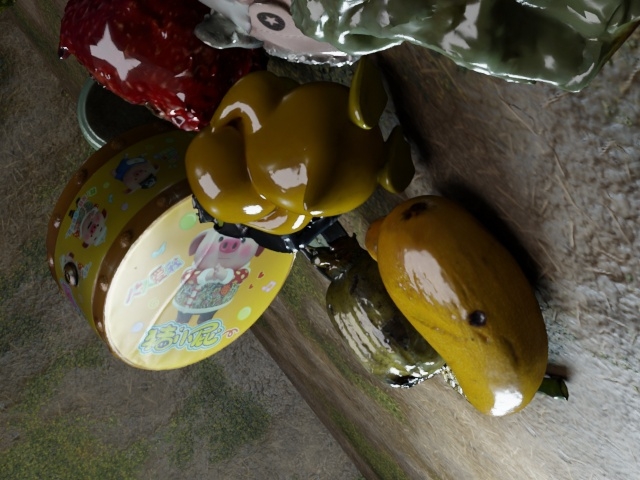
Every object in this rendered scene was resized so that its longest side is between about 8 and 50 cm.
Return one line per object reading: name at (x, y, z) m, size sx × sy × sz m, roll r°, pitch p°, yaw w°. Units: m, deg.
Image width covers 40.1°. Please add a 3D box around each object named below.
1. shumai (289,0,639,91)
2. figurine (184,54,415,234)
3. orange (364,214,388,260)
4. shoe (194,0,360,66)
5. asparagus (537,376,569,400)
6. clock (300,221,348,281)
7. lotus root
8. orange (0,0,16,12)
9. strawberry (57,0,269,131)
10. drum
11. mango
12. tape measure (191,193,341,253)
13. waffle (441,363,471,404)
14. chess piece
shumai at (0.100, -0.227, 0.481) m, size 0.225 × 0.221 × 0.261 m, roll -101°, pitch 15°, yaw -61°
figurine at (-0.030, -0.098, 0.983) m, size 0.228 × 0.215 × 0.215 m, roll 15°, pitch 143°, yaw 45°
orange at (0.098, 0.003, 1.148) m, size 0.083 × 0.070 × 0.083 m, roll 44°, pitch 180°, yaw 0°
shoe at (-0.077, -0.270, 0.815) m, size 0.351 × 0.172 × 0.198 m, roll 37°, pitch 163°, yaw 49°
asparagus at (0.262, 0.179, 1.160) m, size 0.034 × 0.027 × 0.236 m, roll 60°, pitch 164°, yaw -14°
clock at (0.000, 0.000, 1.502) m, size 0.184 × 0.040 × 0.184 m, roll 48°, pitch 165°, yaw 17°
lotus root at (0.083, 0.089, 1.272) m, size 0.278 × 0.154 × 0.154 m, roll 50°, pitch 166°, yaw 0°
orange at (-0.622, -0.555, 1.576) m, size 0.223 × 0.301 × 0.300 m, roll 13°, pitch 144°, yaw 22°
strawberry at (-0.172, -0.260, 1.078) m, size 0.274 × 0.220 × 0.274 m, roll 29°, pitch -161°, yaw -11°
drum at (-0.260, 0.012, 1.573) m, size 0.214 × 0.431 × 0.431 m, roll 40°, pitch 162°, yaw 33°
mango at (0.173, 0.075, 1.004) m, size 0.295 × 0.120 × 0.177 m, roll 55°, pitch 158°, yaw -19°
tape measure at (-0.053, -0.078, 1.184) m, size 0.199 × 0.186 × 0.112 m, roll 18°, pitch 137°, yaw 39°
waffle at (0.217, 0.206, 1.385) m, size 0.092 × 0.021 × 0.135 m, roll 41°, pitch 163°, yaw 41°
chess piece at (-0.397, -0.249, 1.870) m, size 0.195 × 0.194 × 0.299 m, roll 51°, pitch 175°, yaw 1°
